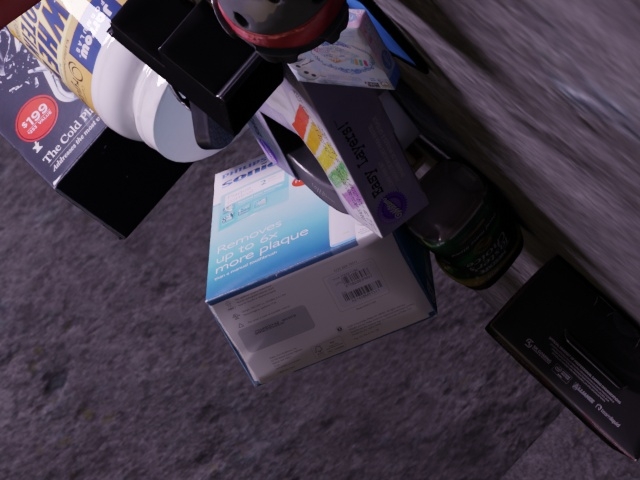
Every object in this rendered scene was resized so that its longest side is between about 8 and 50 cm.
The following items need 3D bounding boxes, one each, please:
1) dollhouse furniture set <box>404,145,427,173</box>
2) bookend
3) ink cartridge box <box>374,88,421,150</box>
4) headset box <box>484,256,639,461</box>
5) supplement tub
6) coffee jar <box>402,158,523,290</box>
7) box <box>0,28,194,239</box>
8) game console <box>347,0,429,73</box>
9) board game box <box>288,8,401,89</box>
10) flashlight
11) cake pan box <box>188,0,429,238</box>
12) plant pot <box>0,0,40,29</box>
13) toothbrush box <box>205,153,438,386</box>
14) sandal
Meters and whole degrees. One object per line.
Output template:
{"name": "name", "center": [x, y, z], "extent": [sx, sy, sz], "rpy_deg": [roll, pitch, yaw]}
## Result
{"name": "dollhouse furniture set", "center": [0.007, -0.141, 2.241], "extent": [0.182, 0.101, 0.161], "rpy_deg": [43, 180, -40]}
{"name": "bookend", "center": [-0.115, -0.179, 1.635], "extent": [0.157, 0.072, 0.156], "rpy_deg": [39, 174, 6]}
{"name": "ink cartridge box", "center": [0.014, -0.163, 1.988], "extent": [0.180, 0.060, 0.104], "rpy_deg": [43, 179, 35]}
{"name": "headset box", "center": [0.300, 0.132, 2.094], "extent": [0.218, 0.110, 0.293], "rpy_deg": [43, 180, 4]}
{"name": "supplement tub", "center": [-0.214, -0.258, 2.169], "extent": [0.316, 0.228, 0.228], "rpy_deg": [42, 180, 28]}
{"name": "coffee jar", "center": [0.154, -0.013, 1.976], "extent": [0.079, 0.096, 0.184], "rpy_deg": [41, 180, 26]}
{"name": "box", "center": [-0.281, -0.239, 2.516], "extent": [0.312, 0.343, 0.179], "rpy_deg": [41, -179, 38]}
{"name": "game console", "center": [0.010, -0.166, 1.507], "extent": [0.122, 0.107, 0.071], "rpy_deg": [43, -153, -44]}
{"name": "board game box", "center": [0.008, -0.155, 1.491], "extent": [0.090, 0.020, 0.090], "rpy_deg": [8, 156, 26]}
{"name": "flashlight", "center": [-0.037, -0.188, 1.202], "extent": [0.103, 0.103, 0.304], "rpy_deg": [37, 180, 7]}
{"name": "cake pan box", "center": [-0.022, -0.146, 1.825], "extent": [0.246, 0.070, 0.267], "rpy_deg": [39, 163, 52]}
{"name": "plant pot", "center": [-0.314, -0.342, 1.775], "extent": [0.275, 0.243, 0.275], "rpy_deg": [43, 180, 0]}
{"name": "toothbrush box", "center": [0.000, 0.000, 2.047], "extent": [0.295, 0.216, 0.126], "rpy_deg": [-89, -26, -61]}
{"name": "sandal", "center": [-0.134, -0.212, 1.945], "extent": [0.097, 0.054, 0.254], "rpy_deg": [16, -118, -65]}
